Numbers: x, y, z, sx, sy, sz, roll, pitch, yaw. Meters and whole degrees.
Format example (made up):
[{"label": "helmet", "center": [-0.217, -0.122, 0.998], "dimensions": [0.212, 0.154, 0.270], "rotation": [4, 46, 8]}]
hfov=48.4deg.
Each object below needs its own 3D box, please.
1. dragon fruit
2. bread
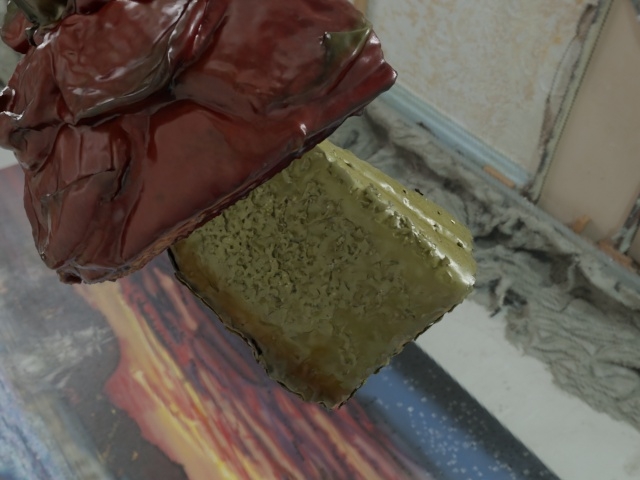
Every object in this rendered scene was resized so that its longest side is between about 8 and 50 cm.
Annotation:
[{"label": "dragon fruit", "center": [-0.142, -0.084, 0.438], "dimensions": [0.317, 0.152, 0.205], "rotation": [-29, -82, 48]}, {"label": "bread", "center": [0.000, 0.000, 0.844], "dimensions": [0.248, 0.279, 0.315], "rotation": [-42, -93, 20]}]
